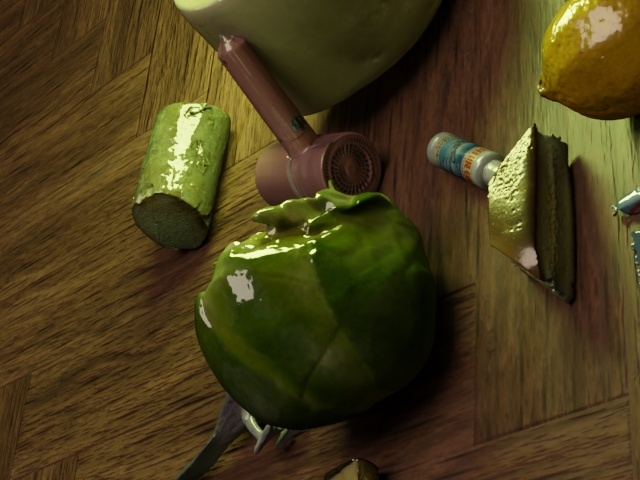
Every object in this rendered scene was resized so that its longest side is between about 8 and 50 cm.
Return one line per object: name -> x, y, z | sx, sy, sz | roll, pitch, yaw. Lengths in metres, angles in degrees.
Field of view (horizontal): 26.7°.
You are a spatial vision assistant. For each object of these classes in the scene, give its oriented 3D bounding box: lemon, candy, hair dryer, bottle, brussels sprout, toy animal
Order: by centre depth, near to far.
candy -> 0.412, -0.051, 1.749 | 0.083, 0.020, 0.030 | -31, 42, 38
lemon -> 0.398, -0.257, 1.772 | 0.257, 0.188, 0.188 | -32, 43, 30
brussels sprout -> 0.008, 0.104, 1.930 | 0.371, 0.315, 0.276 | -42, -11, -38
bottle -> 0.238, -0.109, 1.990 | 0.060, 0.060, 0.217 | -59, 35, 1
toy animal -> -0.103, 0.267, 2.139 | 0.206, 0.081, 0.367 | 32, 100, 52
hair dryer -> -0.071, -0.198, 2.208 | 0.125, 0.352, 0.210 | -48, 26, -26

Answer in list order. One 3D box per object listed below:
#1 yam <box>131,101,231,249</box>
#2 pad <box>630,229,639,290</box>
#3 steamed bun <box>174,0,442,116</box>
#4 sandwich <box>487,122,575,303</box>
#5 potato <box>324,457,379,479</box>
yam -> -0.266, -0.132, 2.581 | 0.161, 0.161, 0.268 | -21, 48, 44
pad -> 0.492, 0.037, 1.588 | 0.269, 0.012, 0.269 | -31, 44, 36
steamed bun -> 0.013, -0.459, 2.245 | 0.290, 0.371, 0.456 | 27, 77, 48
sandwich -> 0.287, -0.031, 1.835 | 0.096, 0.094, 0.258 | -24, 46, 36
potato -> 0.051, 0.366, 1.873 | 0.096, 0.066, 0.103 | -41, 41, 50
